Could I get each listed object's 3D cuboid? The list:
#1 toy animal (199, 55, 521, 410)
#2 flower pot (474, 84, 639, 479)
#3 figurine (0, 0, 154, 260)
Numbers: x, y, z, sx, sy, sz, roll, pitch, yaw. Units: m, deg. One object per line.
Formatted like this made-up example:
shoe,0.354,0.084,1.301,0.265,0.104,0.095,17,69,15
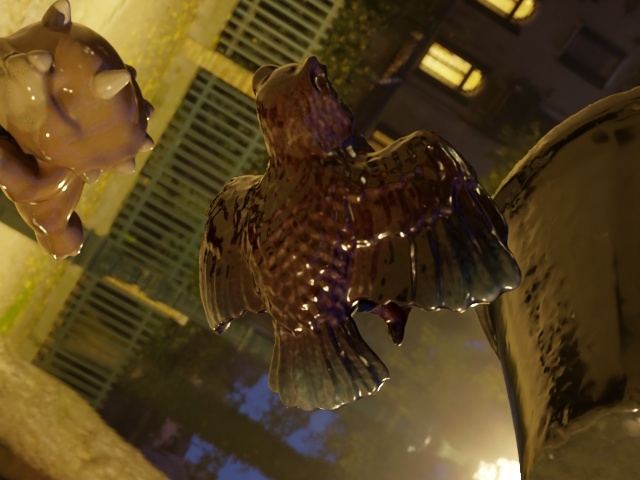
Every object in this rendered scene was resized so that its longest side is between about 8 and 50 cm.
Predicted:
toy animal,-0.002,-0.008,0.514,0.219,0.179,0.116,-7,-157,34
flower pot,0.273,0.095,0.614,0.379,0.379,0.251,-53,-178,39
figurine,-0.250,-0.117,0.877,0.173,0.177,0.247,-34,151,-14
